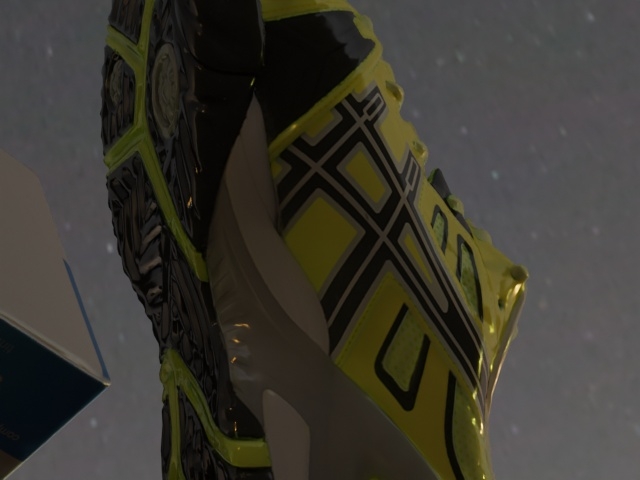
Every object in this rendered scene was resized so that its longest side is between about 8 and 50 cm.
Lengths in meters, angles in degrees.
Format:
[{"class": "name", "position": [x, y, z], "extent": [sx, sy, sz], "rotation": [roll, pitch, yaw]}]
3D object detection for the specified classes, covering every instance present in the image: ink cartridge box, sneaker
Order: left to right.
[{"class": "ink cartridge box", "position": [-0.383, 0.114, 1.508], "extent": [0.395, 0.285, 0.166], "rotation": [-42, -50, 12]}, {"class": "sneaker", "position": [0.000, 0.000, 0.819], "extent": [0.147, 0.384, 0.145], "rotation": [-5, -8, -21]}]
